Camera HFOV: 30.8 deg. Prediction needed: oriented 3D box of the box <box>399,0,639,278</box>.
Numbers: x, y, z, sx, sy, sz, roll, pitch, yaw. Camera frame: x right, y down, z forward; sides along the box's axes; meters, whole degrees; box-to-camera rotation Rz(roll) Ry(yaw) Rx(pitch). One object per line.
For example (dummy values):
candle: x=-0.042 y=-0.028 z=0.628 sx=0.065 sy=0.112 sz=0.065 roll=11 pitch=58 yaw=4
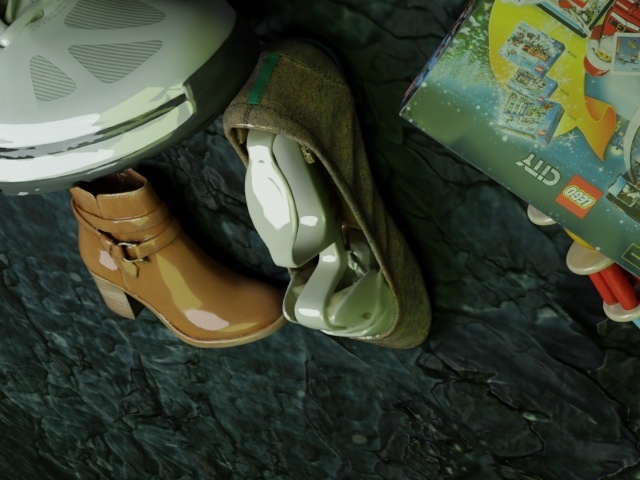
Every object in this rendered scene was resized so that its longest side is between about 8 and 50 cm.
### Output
box: x=0.185 y=-0.077 z=0.675 sx=0.233 sy=0.044 sz=0.159 roll=34 pitch=113 yaw=-6

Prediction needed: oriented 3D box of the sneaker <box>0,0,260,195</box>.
sneaker: x=-0.269 y=-0.182 z=0.781 sx=0.447 sy=0.169 sz=0.258 roll=5 pitch=137 yaw=29

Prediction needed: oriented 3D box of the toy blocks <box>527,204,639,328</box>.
toy blocks: x=0.230 y=0.009 z=0.786 sx=0.123 sy=0.054 sz=0.148 roll=-20 pitch=121 yaw=43

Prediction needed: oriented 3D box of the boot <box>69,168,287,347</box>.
boot: x=-0.125 y=0.009 z=0.985 sx=0.197 sy=0.073 sz=0.152 roll=7 pitch=132 yaw=21

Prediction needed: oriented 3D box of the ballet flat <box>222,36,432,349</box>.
ballet flat: x=0.000 y=0.000 z=0.870 sx=0.107 sy=0.106 sz=0.316 roll=0 pitch=134 yaw=30
